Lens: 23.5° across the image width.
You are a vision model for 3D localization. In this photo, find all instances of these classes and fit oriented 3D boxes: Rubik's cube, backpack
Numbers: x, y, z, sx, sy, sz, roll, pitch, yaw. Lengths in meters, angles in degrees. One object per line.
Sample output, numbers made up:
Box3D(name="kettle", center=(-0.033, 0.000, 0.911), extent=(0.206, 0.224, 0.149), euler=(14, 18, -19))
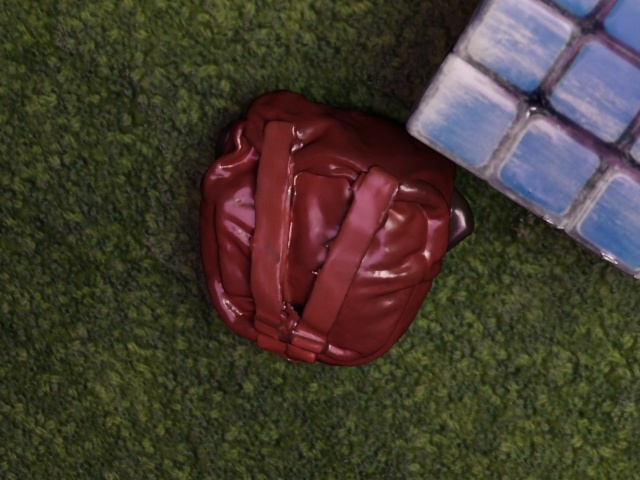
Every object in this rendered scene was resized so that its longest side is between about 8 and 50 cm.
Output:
Box3D(name="Rubik's cube", center=(0.245, -0.141, 1.029), extent=(0.259, 0.253, 0.256), euler=(31, 119, 1))
Box3D(name="backpack", center=(0.001, -0.001, 1.229), extent=(0.229, 0.139, 0.229), euler=(5, 109, 14))
